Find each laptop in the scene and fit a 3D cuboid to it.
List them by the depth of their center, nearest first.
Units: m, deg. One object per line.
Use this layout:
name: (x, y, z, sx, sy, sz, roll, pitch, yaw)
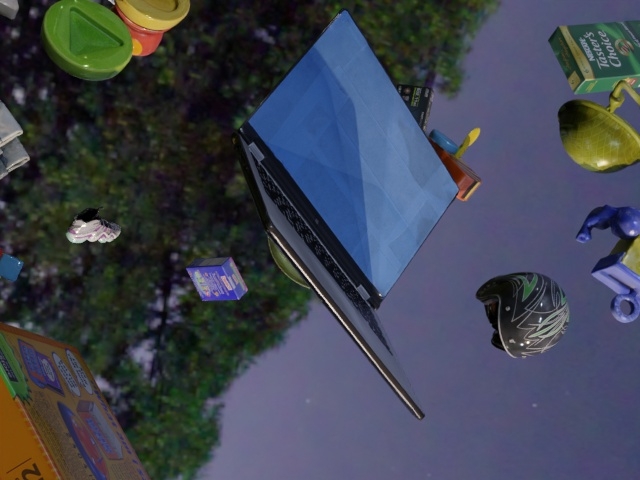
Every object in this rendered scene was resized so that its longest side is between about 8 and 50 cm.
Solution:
laptop: (0.081, -0.048, 1.313, 0.236, 0.382, 0.408, -34, -148, 6)

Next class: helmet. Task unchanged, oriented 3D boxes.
helmet: (0.384, 0.138, 1.789, 0.161, 0.169, 0.169, 21, -81, 62)

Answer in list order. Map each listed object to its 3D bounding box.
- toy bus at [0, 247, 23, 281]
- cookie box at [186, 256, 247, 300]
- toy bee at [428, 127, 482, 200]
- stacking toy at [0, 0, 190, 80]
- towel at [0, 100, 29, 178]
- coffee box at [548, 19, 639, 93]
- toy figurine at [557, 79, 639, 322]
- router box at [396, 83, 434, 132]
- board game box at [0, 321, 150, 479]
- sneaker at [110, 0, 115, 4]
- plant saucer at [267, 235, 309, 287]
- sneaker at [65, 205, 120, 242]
toy bus: (-0.530, 0.026, 1.310, 0.104, 0.202, 0.191, -64, -157, -4)
cookie box: (-0.223, 0.083, 2.056, 0.107, 0.092, 0.040, -3, -148, 36)
toy bee: (0.276, -0.189, 2.100, 0.195, 0.162, 0.298, -35, -125, 30)
stacking toy: (-0.386, -0.348, 1.437, 0.130, 0.309, 0.279, -44, -163, 47)
towel: (-0.743, -0.209, 1.752, 0.324, 0.312, 0.056, 55, -27, -1)
coffee box: (0.469, -0.297, 1.533, 0.040, 0.184, 0.113, 120, -42, -58)
toy figurine: (0.424, -0.003, 1.220, 0.217, 0.362, 0.191, -55, -174, -11)
router box: (0.229, -0.331, 2.410, 0.092, 0.038, 0.122, 9, -101, 18)
board game box: (-0.398, 0.342, 1.076, 0.356, 0.356, 0.356, 57, -3, 13)
sneaker: (-0.396, -0.507, 1.828, 0.083, 0.191, 0.071, -49, 171, 9)
plant saucer: (0.000, 0.000, 2.056, 0.037, 0.241, 0.241, 124, -32, -64)
sneaker: (-0.360, -0.031, 1.550, 0.038, 0.098, 0.069, 48, -53, 26)
